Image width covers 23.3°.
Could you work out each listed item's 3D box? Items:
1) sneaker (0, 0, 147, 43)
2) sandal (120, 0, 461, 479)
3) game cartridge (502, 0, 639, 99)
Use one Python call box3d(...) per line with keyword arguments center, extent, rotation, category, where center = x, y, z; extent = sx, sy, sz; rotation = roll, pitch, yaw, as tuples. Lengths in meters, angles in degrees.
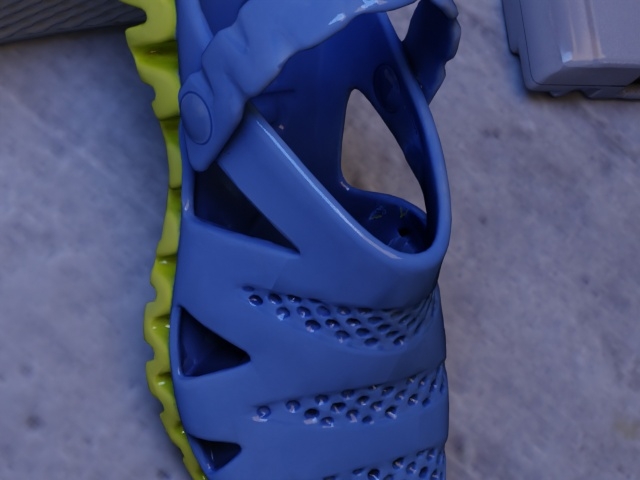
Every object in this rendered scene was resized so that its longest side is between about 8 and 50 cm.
box3d(center=(-0.161, -0.149, 0.654), extent=(0.321, 0.126, 0.127), rotation=(-14, 84, -35), category="sneaker")
box3d(center=(0.000, 0.000, 0.619), extent=(0.126, 0.138, 0.317), rotation=(-21, 109, -29), category="sandal")
box3d(center=(0.231, -0.173, 0.845), extent=(0.294, 0.060, 0.196), rotation=(-2, 70, -21), category="game cartridge")
